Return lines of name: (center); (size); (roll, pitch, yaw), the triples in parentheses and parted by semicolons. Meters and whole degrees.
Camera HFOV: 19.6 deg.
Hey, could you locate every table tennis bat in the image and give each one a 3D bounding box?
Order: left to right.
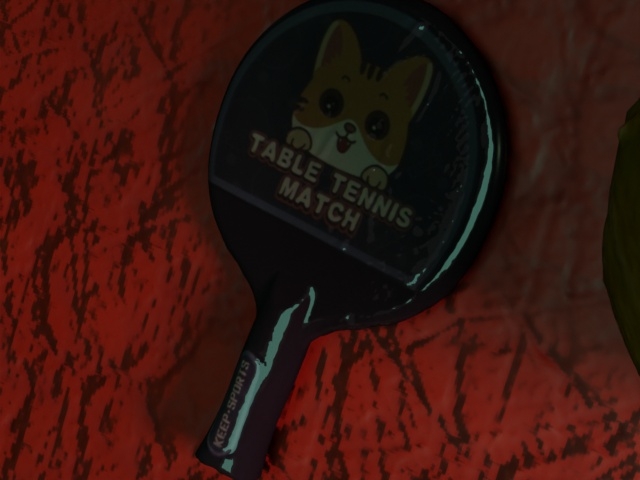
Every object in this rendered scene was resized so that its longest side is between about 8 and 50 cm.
table tennis bat: (0.000, 0.000, 0.843); (0.150, 0.027, 0.236); (28, 102, 28)

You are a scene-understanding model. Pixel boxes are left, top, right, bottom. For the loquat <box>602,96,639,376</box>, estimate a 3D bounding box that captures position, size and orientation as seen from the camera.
loquat: (0.217, 0.020, 0.611); (0.246, 0.213, 0.213); (39, 109, 28)
